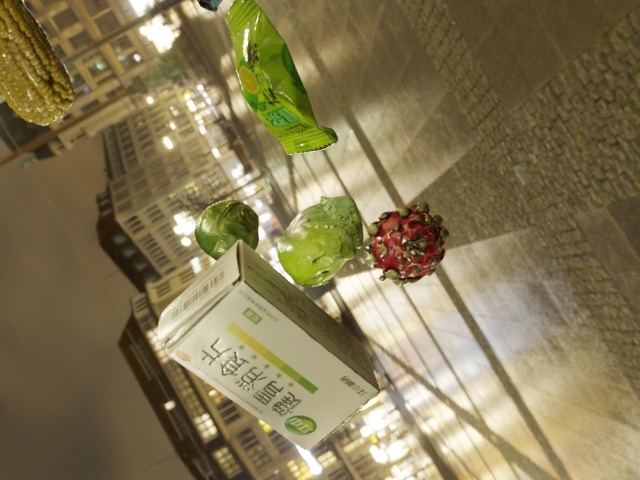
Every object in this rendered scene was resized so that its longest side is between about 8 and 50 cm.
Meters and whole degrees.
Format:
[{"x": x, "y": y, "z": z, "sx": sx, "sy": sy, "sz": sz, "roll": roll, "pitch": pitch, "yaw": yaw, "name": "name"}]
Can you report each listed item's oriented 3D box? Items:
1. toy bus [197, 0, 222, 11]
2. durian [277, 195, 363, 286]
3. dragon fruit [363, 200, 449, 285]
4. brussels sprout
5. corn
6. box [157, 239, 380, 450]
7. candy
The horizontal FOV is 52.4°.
[{"x": -0.237, "y": -0.530, "z": 1.307, "sx": 0.060, "sy": 0.075, "sz": 0.123, "roll": 30, "pitch": 167, "yaw": 36, "name": "toy bus"}, {"x": 0.000, "y": 0.000, "z": 0.992, "sx": 0.101, "sy": 0.139, "sz": 0.250, "roll": 42, "pitch": -154, "yaw": -6, "name": "durian"}, {"x": 0.230, "y": 0.008, "z": 1.614, "sx": 0.198, "sy": 0.272, "sz": 0.218, "roll": 14, "pitch": 106, "yaw": 43, "name": "dragon fruit"}, {"x": -0.198, "y": -0.020, "z": 1.423, "sx": 0.155, "sy": 0.155, "sz": 0.117, "roll": 60, "pitch": 151, "yaw": 1, "name": "brussels sprout"}, {"x": -0.494, "y": -0.313, "z": 1.043, "sx": 0.119, "sy": 0.119, "sz": 0.322, "roll": 57, "pitch": 167, "yaw": 40, "name": "corn"}, {"x": -0.080, "y": 0.172, "z": 1.056, "sx": 0.333, "sy": 0.173, "sz": 0.145, "roll": 42, "pitch": -168, "yaw": -24, "name": "box"}, {"x": -0.074, "y": -0.234, "z": 0.955, "sx": 0.149, "sy": 0.069, "sz": 0.246, "roll": 3, "pitch": 122, "yaw": 62, "name": "candy"}]
